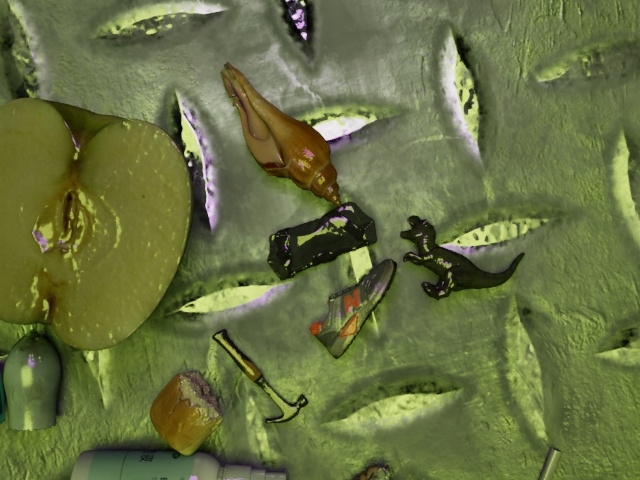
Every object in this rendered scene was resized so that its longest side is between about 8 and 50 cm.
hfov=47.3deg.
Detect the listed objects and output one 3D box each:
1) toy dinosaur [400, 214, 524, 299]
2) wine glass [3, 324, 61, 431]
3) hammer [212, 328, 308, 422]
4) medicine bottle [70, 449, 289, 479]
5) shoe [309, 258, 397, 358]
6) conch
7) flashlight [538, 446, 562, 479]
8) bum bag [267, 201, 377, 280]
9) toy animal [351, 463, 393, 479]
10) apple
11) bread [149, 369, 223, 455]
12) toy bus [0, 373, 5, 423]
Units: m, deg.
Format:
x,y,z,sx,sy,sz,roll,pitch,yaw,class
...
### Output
x,y,z,sx,sy,sz,roll,pitch,yaw,class
0.235,0.016,1.233,0.179,0.087,0.187,-38,91,2,toy dinosaur
-0.487,0.215,1.235,0.093,0.093,0.202,-2,89,0,wine glass
-0.116,0.236,1.267,0.078,0.021,0.201,-44,89,0,hammer
-0.230,0.409,1.222,0.352,0.110,0.110,0,90,0,medicine bottle
0.056,0.105,1.244,0.077,0.074,0.194,34,92,6,shoe
-0.067,-0.178,1.244,0.109,0.093,0.330,-45,69,17,conch
0.394,0.401,1.263,0.018,0.018,0.083,21,90,-1,flashlight
0.000,0.000,1.253,0.198,0.049,0.087,-22,95,0,bum bag
0.026,0.494,1.237,0.255,0.090,0.169,-18,85,-2,toy animal
-0.386,-0.027,1.145,0.312,0.320,0.360,9,97,-38,apple
-0.228,0.284,1.215,0.106,0.082,0.125,-43,49,-3,bread
-0.657,0.264,1.187,0.256,0.147,0.128,-9,87,18,toy bus
